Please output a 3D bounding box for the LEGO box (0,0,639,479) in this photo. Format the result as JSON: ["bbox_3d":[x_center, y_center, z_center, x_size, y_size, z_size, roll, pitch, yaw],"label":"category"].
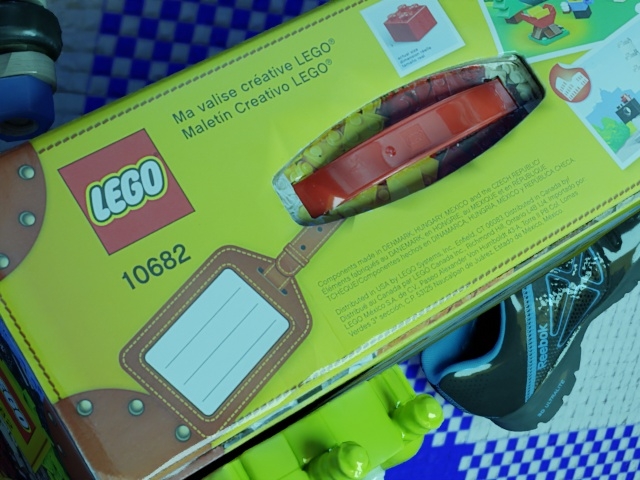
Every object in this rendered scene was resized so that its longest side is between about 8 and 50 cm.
[{"bbox_3d":[0.000,0.000,0.934,0.500,0.372,0.193,-29,82,-25],"label":"LEGO box"}]

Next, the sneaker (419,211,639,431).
[{"bbox_3d":[0.217,0.016,1.291,0.139,0.125,0.341,22,95,-37],"label":"sneaker"}]

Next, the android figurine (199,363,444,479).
[{"bbox_3d":[-0.038,0.151,0.801,0.248,0.273,0.056,-24,81,-46],"label":"android figurine"}]

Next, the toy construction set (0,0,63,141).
[{"bbox_3d":[-0.318,-0.139,0.755,0.257,0.237,0.309,-21,91,-56],"label":"toy construction set"}]
